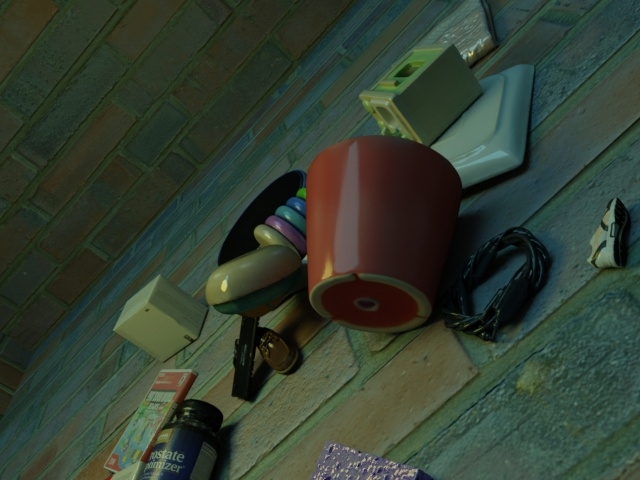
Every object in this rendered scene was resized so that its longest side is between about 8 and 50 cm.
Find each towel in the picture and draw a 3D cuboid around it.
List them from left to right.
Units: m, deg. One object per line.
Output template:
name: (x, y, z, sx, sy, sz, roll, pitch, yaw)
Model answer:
towel: (0.309, -0.487, 1.617, 0.331, 0.053, 0.317, -35, 27, 33)

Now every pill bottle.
pill bottle: (-0.264, 0.423, 1.163, 0.122, 0.123, 0.219, -30, 30, 38)

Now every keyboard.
keyboard: (-0.159, 0.242, 1.288, 0.108, 0.023, 0.180, -12, 68, 60)

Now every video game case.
video game case: (-0.431, 0.456, 1.541, 0.204, 0.025, 0.285, -16, 40, 52)

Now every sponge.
sponge: (0.051, 0.347, 0.825, 0.210, 0.031, 0.117, -11, 44, 56)

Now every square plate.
square plate: (0.254, -0.208, 1.236, 0.347, 0.049, 0.344, -21, 34, 38)

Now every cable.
cable: (0.254, 0.061, 0.894, 0.184, 0.047, 0.150, -58, 19, -13)

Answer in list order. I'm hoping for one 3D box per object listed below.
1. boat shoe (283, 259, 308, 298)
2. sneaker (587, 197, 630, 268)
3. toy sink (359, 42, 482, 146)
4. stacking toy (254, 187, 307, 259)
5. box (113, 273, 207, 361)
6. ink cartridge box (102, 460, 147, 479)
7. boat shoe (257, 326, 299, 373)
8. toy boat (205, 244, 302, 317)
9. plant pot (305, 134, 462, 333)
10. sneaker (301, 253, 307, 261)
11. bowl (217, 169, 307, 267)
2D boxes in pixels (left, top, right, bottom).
boat shoe: (-0.078, 0.083, 1.422, 0.183, 0.065, 0.083, -37, 25, 27)
sneaker: (0.370, -0.010, 0.786, 0.043, 0.040, 0.109, -22, 35, 51)
toy sink: (0.179, -0.280, 1.243, 0.234, 0.131, 0.153, -45, 25, -4)
stacking toy: (-0.008, -0.090, 1.510, 0.330, 0.141, 0.141, -48, 22, -14)
box: (-0.454, 0.224, 1.737, 0.182, 0.181, 0.119, -35, 26, 30)
ink cartridge box: (-0.398, 0.592, 1.155, 0.197, 0.114, 0.273, -34, 27, 31)
boat shoe: (-0.100, 0.221, 1.254, 0.064, 0.060, 0.178, -52, 23, -7)
toy boat: (-0.072, 0.080, 1.221, 0.318, 0.148, 0.267, -19, 4, 20)
plant pot: (0.093, 0.004, 1.012, 0.275, 0.275, 0.243, -26, 43, 43)
sneaker: (0.000, 0.000, 1.416, 0.152, 0.061, 0.054, -49, 25, 5)
bowl: (-0.147, -0.041, 1.726, 0.391, 0.077, 0.391, -39, 25, 23)
